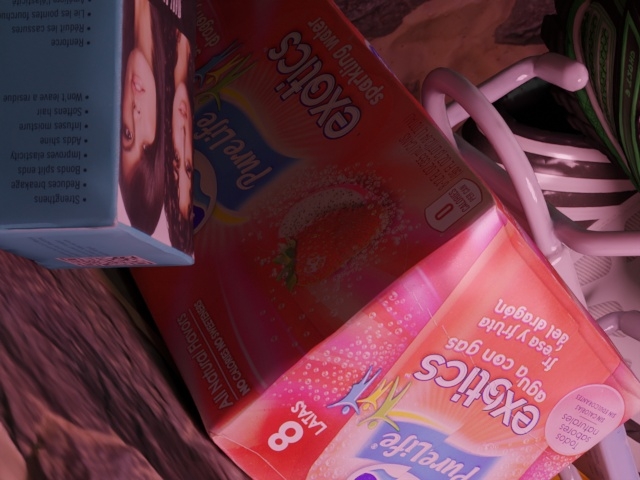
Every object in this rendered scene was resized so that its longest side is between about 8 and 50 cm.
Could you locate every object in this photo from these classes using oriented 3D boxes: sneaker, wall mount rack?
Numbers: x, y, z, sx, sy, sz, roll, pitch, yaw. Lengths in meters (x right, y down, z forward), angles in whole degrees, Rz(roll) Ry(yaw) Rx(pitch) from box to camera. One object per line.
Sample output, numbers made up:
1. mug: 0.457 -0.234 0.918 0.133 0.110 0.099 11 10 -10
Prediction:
1. sneaker: 0.229 0.017 1.355 0.447 0.257 0.169 19 31 -45
2. wall mount rack: 0.189 0.046 1.066 0.304 0.130 0.350 42 -20 54
3. sneaker: 0.256 -0.011 1.156 0.343 0.134 0.146 52 -6 -15

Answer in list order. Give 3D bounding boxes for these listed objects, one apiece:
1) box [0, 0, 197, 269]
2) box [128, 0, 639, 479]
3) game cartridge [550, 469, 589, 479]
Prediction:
1. box: -0.083 -0.116 0.700 0.100 0.060 0.244 34 55 -77
2. box: 0.000 0.000 0.922 0.142 0.154 0.300 48 6 -36
3. game cartridge: 0.144 0.073 1.516 0.285 0.052 0.323 35 19 -15
